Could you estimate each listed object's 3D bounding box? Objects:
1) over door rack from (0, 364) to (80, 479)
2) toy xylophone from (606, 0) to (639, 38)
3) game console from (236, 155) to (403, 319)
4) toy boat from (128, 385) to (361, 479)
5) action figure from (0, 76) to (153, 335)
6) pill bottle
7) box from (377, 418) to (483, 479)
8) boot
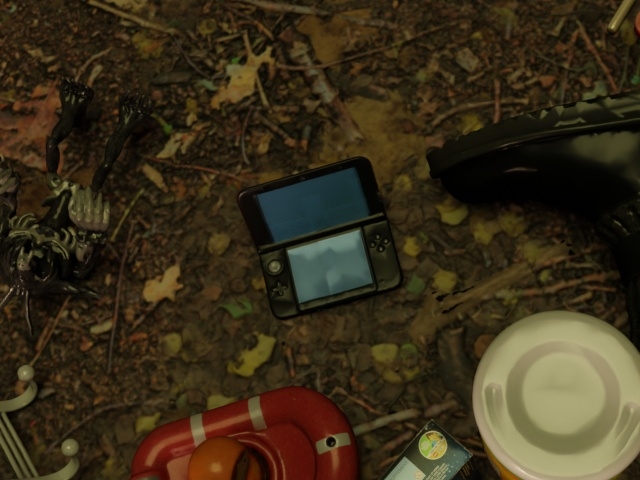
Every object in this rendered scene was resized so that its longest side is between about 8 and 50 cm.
[{"bbox_3d":[-0.360,0.224,0.939,0.239,0.324,0.108,49,129,34],"label":"over door rack"},{"bbox_3d":[0.440,-0.259,1.075,0.236,0.081,0.323,24,77,18],"label":"toy xylophone"},{"bbox_3d":[0.000,0.000,1.071,0.144,0.085,0.124,-16,69,6],"label":"game console"},{"bbox_3d":[-0.078,0.219,0.977,0.231,0.151,0.151,-18,70,5],"label":"toy boat"},{"bbox_3d":[-0.286,-0.043,1.114,0.164,0.141,0.276,18,74,4],"label":"action figure"},{"bbox_3d":[0.203,0.153,0.893,0.136,0.246,0.136,-3,71,10],"label":"pill bottle"},{"bbox_3d":[0.069,0.243,0.896,0.044,0.233,0.159,39,82,20],"label":"box"},{"bbox_3d":[0.278,-0.006,0.998,0.348,0.131,0.260,-9,92,31],"label":"boot"}]
